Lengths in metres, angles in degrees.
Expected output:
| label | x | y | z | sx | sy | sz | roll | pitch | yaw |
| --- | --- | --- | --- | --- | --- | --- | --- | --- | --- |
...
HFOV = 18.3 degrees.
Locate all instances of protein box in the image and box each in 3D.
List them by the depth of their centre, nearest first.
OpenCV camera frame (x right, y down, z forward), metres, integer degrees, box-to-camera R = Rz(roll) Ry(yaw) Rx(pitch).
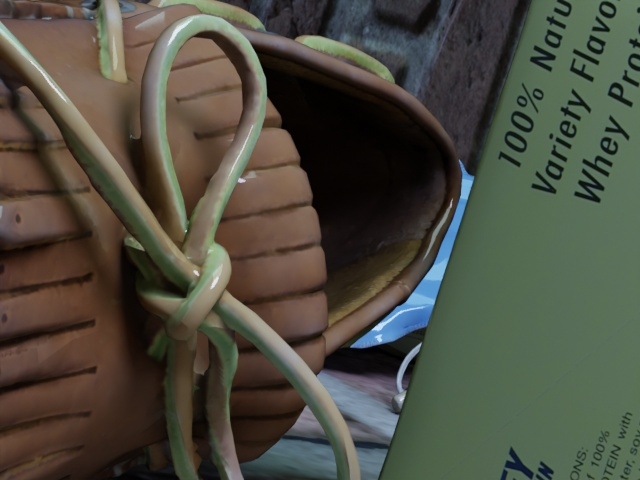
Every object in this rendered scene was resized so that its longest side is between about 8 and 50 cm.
| label | x | y | z | sx | sy | sz | roll | pitch | yaw |
| --- | --- | --- | --- | --- | --- | --- | --- | --- | --- |
| protein box | 0.148 | 0.037 | 0.551 | 0.136 | 0.200 | 0.201 | 12 | 7 | -41 |

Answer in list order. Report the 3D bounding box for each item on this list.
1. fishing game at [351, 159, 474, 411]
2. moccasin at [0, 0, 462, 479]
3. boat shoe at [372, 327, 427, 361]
| label | x | y | z | sx | sy | sz | roll | pitch | yaw |
| --- | --- | --- | --- | --- | --- | --- | --- | --- | --- |
| fishing game | 0.000 | 0.000 | 0.960 | 0.189 | 0.041 | 0.264 | -23 | 43 | -35 |
| moccasin | -0.052 | 0.005 | 0.481 | 0.147 | 0.139 | 0.380 | -1 | 1 | 19 |
| boat shoe | 0.015 | 0.025 | 1.002 | 0.153 | 0.048 | 0.056 | 17 | 6 | -5 |
